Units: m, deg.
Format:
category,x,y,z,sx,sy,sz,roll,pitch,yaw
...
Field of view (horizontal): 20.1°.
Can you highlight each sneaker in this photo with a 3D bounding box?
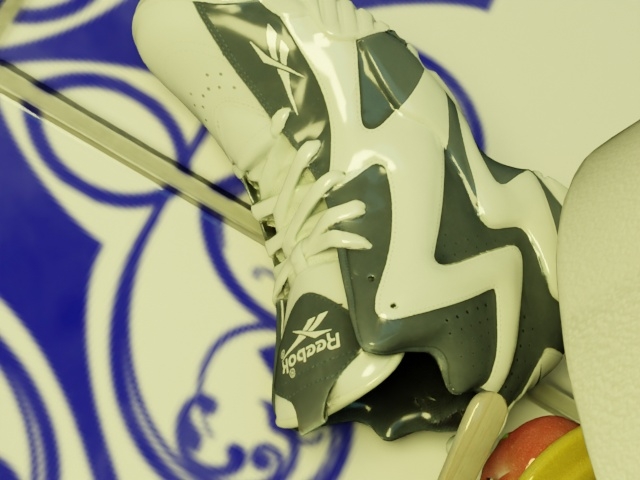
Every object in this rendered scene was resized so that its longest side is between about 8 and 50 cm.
category,x,y,z,sx,sy,sz,roll,pitch,yaw
sneaker,0.000,0.000,0.741,0.235,0.094,0.153,40,51,-12

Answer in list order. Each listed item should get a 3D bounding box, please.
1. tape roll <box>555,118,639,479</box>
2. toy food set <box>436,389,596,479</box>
category,x,y,z,sx,sy,sz,roll,pitch,yaw
tape roll,0.237,0.106,0.692,0.392,0.072,0.392,36,35,-30
toy food set,0.117,0.127,0.736,0.218,0.071,0.128,16,90,-22
